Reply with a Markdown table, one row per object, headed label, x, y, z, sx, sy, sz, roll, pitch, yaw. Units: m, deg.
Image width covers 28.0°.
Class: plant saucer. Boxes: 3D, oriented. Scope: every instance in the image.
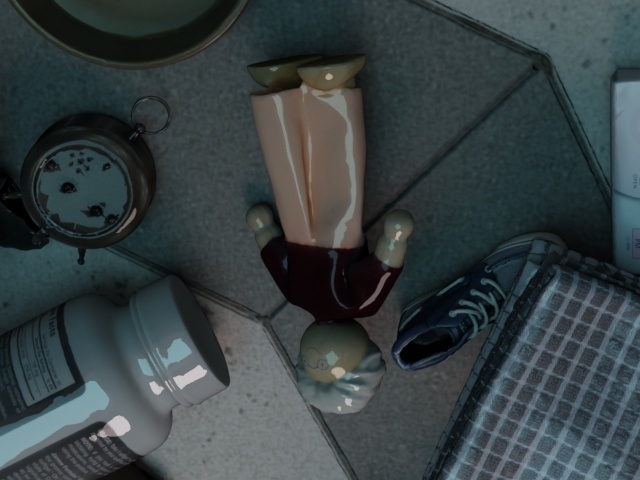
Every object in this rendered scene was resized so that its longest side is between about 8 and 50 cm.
| label | x | y | z | sx | sy | sz | roll | pitch | yaw |
| --- | --- | --- | --- | --- | --- | --- | --- | --- | --- |
| plant saucer | -0.181 | -0.296 | 1.181 | 0.278 | 0.041 | 0.277 | 5 | 114 | 11 |

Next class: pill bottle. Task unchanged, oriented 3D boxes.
| label | x | y | z | sx | sy | sz | roll | pitch | yaw |
| --- | --- | --- | --- | --- | --- | --- | --- | --- | --- |
| pill bottle | -0.261 | 0.162 | 1.297 | 0.319 | 0.176 | 0.176 | -27 | 105 | 4 |

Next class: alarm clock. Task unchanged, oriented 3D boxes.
| label | x | y | z | sx | sy | sz | roll | pitch | yaw |
| --- | --- | --- | --- | --- | --- | --- | --- | --- | --- |
| alarm clock | -0.218 | -0.070 | 1.269 | 0.129 | 0.064 | 0.192 | 41 | 104 | -13 |

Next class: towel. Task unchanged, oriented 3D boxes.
| label | x | y | z | sx | sy | sz | roll | pitch | yaw |
| --- | --- | --- | --- | --- | --- | --- | --- | --- | --- |
| towel | 0.243 | 0.167 | 1.148 | 0.235 | 0.121 | 0.283 | 25 | 99 | 4 |

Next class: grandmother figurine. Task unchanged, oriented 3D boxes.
| label | x | y | z | sx | sy | sz | roll | pitch | yaw |
| --- | --- | --- | --- | --- | --- | --- | --- | --- | --- |
| grandmother figurine | 0.000 | 0.000 | 1.212 | 0.208 | 0.104 | 0.342 | 13 | 114 | 55 |

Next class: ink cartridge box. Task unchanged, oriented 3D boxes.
| label | x | y | z | sx | sy | sz | roll | pitch | yaw |
| --- | --- | --- | --- | --- | --- | --- | --- | --- | --- |
| ink cartridge box | 0.379 | -0.064 | 1.149 | 0.232 | 0.066 | 0.189 | 1 | 113 | 17 |

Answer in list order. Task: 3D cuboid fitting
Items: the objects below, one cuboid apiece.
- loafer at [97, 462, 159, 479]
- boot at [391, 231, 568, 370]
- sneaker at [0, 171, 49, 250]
| label | x | y | z | sx | sy | sz | roll | pitch | yaw |
| --- | --- | --- | --- | --- | --- | --- | --- | --- | --- |
| loafer | -0.251 | 0.245 | 1.406 | 0.220 | 0.080 | 0.078 | 28 | 116 | 0 |
| boot | 0.155 | 0.064 | 1.234 | 0.190 | 0.086 | 0.069 | -34 | 102 | 23 |
| sneaker | -0.354 | -0.054 | 1.320 | 0.089 | 0.051 | 0.170 | -24 | 110 | 21 |
